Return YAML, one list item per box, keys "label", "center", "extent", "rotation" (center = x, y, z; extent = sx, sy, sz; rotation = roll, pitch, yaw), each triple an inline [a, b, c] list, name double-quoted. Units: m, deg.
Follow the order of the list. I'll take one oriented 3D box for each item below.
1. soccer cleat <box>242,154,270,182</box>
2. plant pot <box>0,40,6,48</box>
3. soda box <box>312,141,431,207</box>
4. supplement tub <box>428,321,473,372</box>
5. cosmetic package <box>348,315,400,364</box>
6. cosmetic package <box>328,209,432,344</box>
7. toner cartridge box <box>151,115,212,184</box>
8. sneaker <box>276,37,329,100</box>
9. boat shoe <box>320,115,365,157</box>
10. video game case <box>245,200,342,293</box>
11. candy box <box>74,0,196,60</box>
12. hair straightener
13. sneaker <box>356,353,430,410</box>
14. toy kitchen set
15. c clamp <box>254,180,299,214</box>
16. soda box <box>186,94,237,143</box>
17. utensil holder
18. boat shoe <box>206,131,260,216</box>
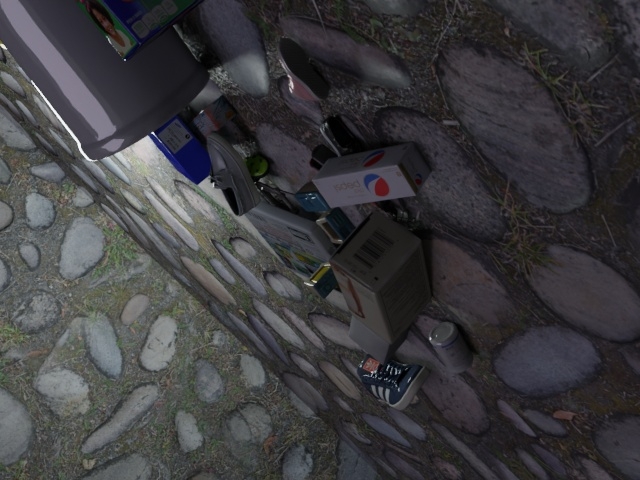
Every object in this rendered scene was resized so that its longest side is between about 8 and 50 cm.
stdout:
- label: "soccer cleat"
  center: [-0.163, -0.169, 2.167]
  extent: [0.072, 0.060, 0.179]
  rotation: [27, 168, -33]
- label: "plant pot"
  center: [-0.657, -0.547, 2.138]
  extent: [0.239, 0.254, 0.254]
  rotation: [28, 161, -2]
- label: "soda box"
  center: [0.091, -0.118, 1.640]
  extent: [0.216, 0.069, 0.074]
  rotation: [-7, 128, 45]
- label: "supplement tub"
  center: [0.297, 0.243, 2.040]
  extent: [0.071, 0.071, 0.107]
  rotation: [19, 148, 51]
- label: "cosmetic package"
  center: [0.149, 0.207, 2.225]
  extent: [0.127, 0.107, 0.238]
  rotation: [40, 163, 13]
- label: "cosmetic package"
  center: [0.132, 0.082, 1.880]
  extent: [0.129, 0.153, 0.296]
  rotation: [35, 164, 25]
- label: "toner cartridge box"
  center: [-0.362, -0.242, 2.262]
  extent: [0.165, 0.075, 0.348]
  rotation: [52, 173, -19]
- label: "sneaker"
  center: [-0.047, -0.307, 1.640]
  extent: [0.134, 0.051, 0.070]
  rotation: [49, 156, -25]
- label: "boat shoe"
  center: [0.053, -0.177, 1.710]
  extent: [0.142, 0.049, 0.040]
  rotation: [47, 160, -1]
- label: "video game case"
  center: [-0.047, 0.018, 2.294]
  extent: [0.329, 0.036, 0.300]
  rotation: [22, 157, 47]
- label: "candy box"
  center: [-0.316, -0.503, 1.457]
  extent: [0.317, 0.268, 0.122]
  rotation: [49, 157, -12]
- label: "hair straightener"
  center: [0.075, -0.116, 1.790]
  extent: [0.230, 0.047, 0.089]
  rotation: [40, 161, 12]
- label: "sneaker"
  center: [0.181, 0.371, 2.444]
  extent: [0.148, 0.131, 0.350]
  rotation: [41, 161, -2]
- label: "toy kitchen set"
  center: [0.000, 0.000, 1.999]
  extent: [0.207, 0.166, 0.122]
  rotation: [50, 160, -17]
- label: "c clamp"
  center: [-0.095, -0.098, 2.158]
  extent: [0.137, 0.022, 0.161]
  rotation: [24, 168, 19]
- label: "soda box"
  center: [-0.257, -0.281, 2.102]
  extent: [0.058, 0.063, 0.183]
  rotation: [51, 160, -10]
- label: "utensil holder"
  center: [-0.473, -0.418, 1.886]
  extent: [0.327, 0.327, 0.385]
  rotation: [11, 139, 58]
- label: "boat shoe"
  center: [-0.216, -0.147, 2.093]
  extent: [0.079, 0.081, 0.227]
  rotation: [22, 149, 44]
